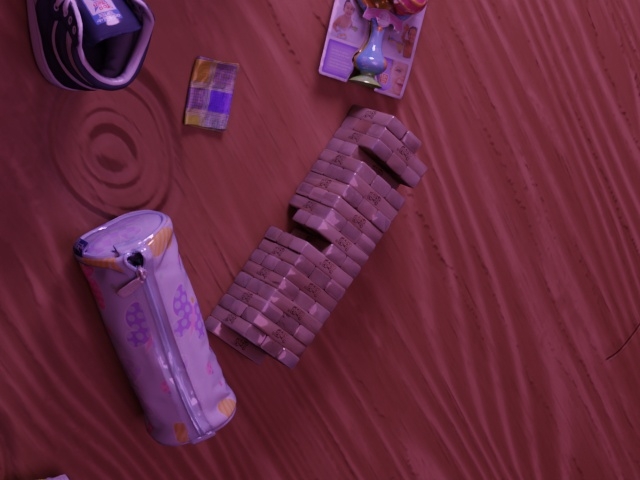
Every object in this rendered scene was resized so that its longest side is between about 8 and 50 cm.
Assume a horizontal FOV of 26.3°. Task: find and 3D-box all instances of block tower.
[{"bbox_3d":[0.000,0.000,1.671,0.091,0.097,0.335,40,81,-34],"label":"block tower"}]

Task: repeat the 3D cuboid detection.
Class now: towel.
[{"bbox_3d":[-0.127,-0.170,1.591,0.060,0.009,0.083,9,97,-36],"label":"towel"}]

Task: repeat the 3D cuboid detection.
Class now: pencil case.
[{"bbox_3d":[-0.183,0.100,1.559,0.113,0.124,0.273,-29,118,-24],"label":"pencil case"}]

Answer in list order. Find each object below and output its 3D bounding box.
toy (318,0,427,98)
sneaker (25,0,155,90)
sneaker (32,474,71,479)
[{"bbox_3d":[0.090,-0.300,1.672,0.137,0.056,0.237,13,96,-37],"label":"toy"},{"bbox_3d":[-0.254,-0.282,1.388,0.099,0.153,0.282,-25,115,-27],"label":"sneaker"},{"bbox_3d":[-0.341,0.367,1.562,0.094,0.081,0.208,6,93,-27],"label":"sneaker"}]
